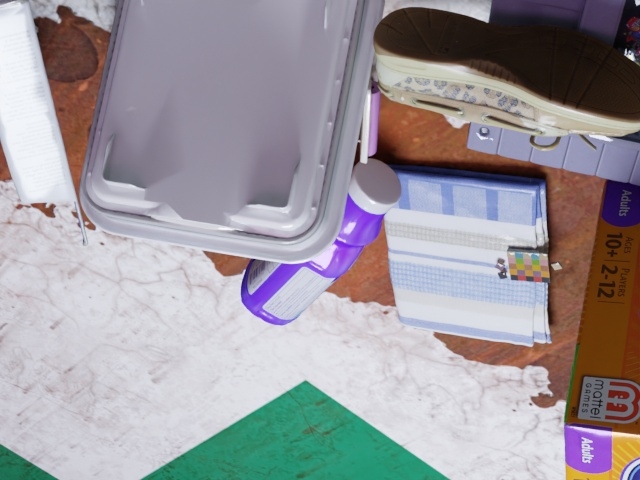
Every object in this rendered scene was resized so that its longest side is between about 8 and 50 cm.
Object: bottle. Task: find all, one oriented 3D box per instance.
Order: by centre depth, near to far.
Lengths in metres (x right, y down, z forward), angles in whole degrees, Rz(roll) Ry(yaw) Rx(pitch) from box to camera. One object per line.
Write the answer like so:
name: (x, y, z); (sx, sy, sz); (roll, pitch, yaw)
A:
bottle: (0.000, 0.000, 1.504); (0.092, 0.118, 0.283); (31, 137, -13)

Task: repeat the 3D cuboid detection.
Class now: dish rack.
dish rack: (-0.098, -0.157, 1.224); (0.286, 0.332, 0.072); (9, 173, 9)

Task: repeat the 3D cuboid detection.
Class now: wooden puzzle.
wooden puzzle: (0.252, 0.031, 1.464); (0.083, 0.006, 0.049); (4, 134, 22)

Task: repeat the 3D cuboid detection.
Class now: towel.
towel: (0.186, 0.021, 1.516); (0.209, 0.034, 0.285); (7, 135, 18)

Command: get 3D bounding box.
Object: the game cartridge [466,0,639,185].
game cartridge: (0.283, -0.208, 1.214); (0.230, 0.068, 0.355); (16, 139, 12)

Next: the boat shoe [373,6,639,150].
boat shoe: (0.191, -0.156, 1.199); (0.285, 0.104, 0.089); (20, 145, 17)

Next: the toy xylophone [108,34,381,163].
toy xylophone: (-0.077, -0.161, 1.390); (0.323, 0.081, 0.236); (7, 137, 16)

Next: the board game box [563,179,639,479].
board game box: (0.474, 0.190, 1.333); (0.357, 0.356, 0.356); (5, 137, 17)

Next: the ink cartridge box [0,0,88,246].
ink cartridge box: (-0.332, -0.205, 1.280); (0.072, 0.324, 0.330); (-14, 137, -12)
